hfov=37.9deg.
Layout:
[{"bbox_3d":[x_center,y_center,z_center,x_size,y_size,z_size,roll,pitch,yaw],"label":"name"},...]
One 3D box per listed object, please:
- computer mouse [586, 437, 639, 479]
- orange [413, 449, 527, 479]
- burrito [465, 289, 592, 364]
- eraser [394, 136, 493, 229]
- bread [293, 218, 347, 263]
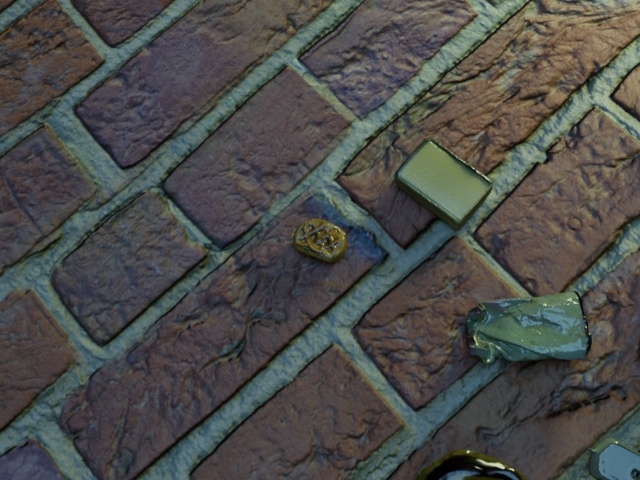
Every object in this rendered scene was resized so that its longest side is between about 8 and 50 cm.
[{"bbox_3d":[0.562,0.424,1.684,0.181,0.056,0.089,27,72,16],"label":"computer mouse"},{"bbox_3d":[0.295,0.540,1.589,0.368,0.210,0.271,41,82,15],"label":"orange"},{"bbox_3d":[0.391,0.172,1.772,0.229,0.089,0.144,-4,57,3],"label":"burrito"},{"bbox_3d":[0.249,-0.116,1.896,0.172,0.058,0.117,38,78,16],"label":"eraser"},{"bbox_3d":[0.000,0.000,1.889,0.110,0.044,0.083,20,71,10],"label":"bread"}]
